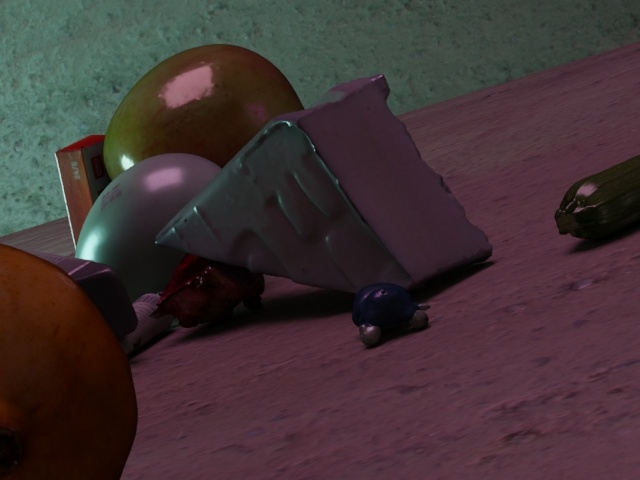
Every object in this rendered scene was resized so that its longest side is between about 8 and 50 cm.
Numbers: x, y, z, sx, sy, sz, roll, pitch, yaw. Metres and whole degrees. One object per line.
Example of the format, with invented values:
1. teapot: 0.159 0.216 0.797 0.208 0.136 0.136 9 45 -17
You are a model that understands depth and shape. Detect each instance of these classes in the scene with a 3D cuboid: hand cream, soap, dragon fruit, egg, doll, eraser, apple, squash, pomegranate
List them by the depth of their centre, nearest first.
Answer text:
1. pomegranate: -0.262 0.128 1.183 0.264 0.264 0.264 -17 9 3
2. doll: 0.066 0.067 1.589 0.076 0.050 0.083 -14 7 -8
3. squash: 0.336 -0.054 1.742 0.219 0.068 0.077 -23 16 -30
4. soap: 0.000 0.000 1.817 0.302 0.258 0.159 -40 -5 41
5. hand cream: -0.237 0.118 1.872 0.080 0.050 0.234 -6 18 31
6. dragon fruit: -0.120 0.058 1.896 0.102 0.096 0.147 -29 19 27
7. eraser: -0.327 0.064 1.927 0.061 0.089 0.352 -29 19 -30
8. egg: -0.207 -0.001 2.050 0.264 0.183 0.183 -41 -5 32
9. apple: -0.152 -0.112 2.267 0.277 0.319 0.319 -26 11 -14

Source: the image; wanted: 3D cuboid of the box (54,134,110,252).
1. box: -0.311 -0.030 2.315 0.050 0.229 0.123 -6 12 20
